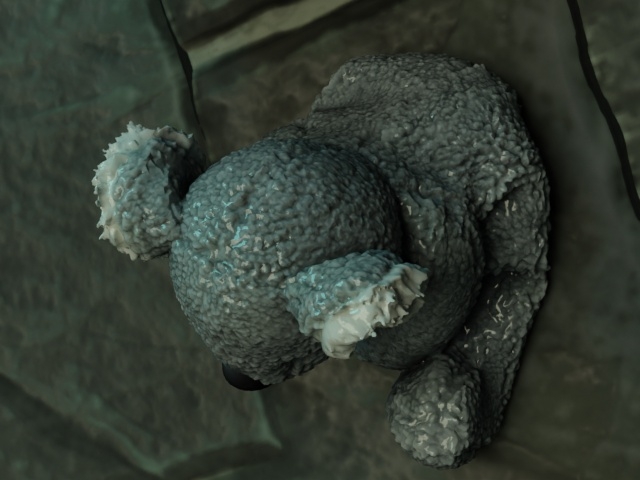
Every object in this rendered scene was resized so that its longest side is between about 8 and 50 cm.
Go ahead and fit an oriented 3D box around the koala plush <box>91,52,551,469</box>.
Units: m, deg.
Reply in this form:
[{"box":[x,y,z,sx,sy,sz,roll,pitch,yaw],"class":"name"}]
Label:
[{"box":[0.000,0.000,0.926,0.196,0.221,0.203,31,107,25],"class":"koala plush"}]
